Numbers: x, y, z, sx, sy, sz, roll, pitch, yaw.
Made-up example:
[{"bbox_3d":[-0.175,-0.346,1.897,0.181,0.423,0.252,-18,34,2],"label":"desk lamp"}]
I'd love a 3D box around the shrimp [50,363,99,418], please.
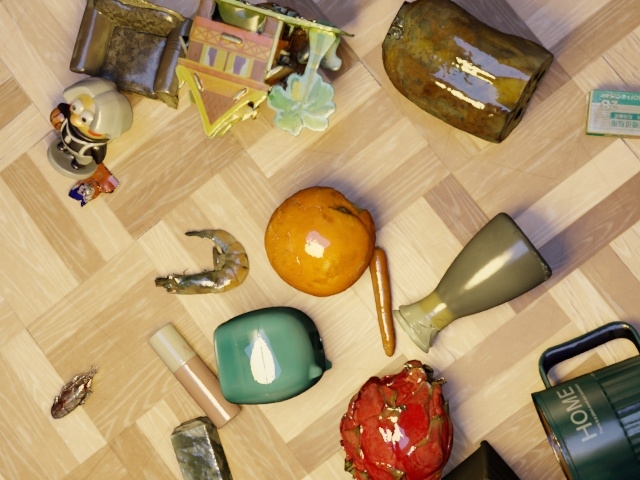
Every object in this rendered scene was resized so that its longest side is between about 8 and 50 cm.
[{"bbox_3d":[-0.558,0.345,2.006,0.165,0.065,0.056,-47,115,-2],"label":"shrimp"}]

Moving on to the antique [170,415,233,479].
[{"bbox_3d":[-0.262,0.487,1.947,0.086,0.088,0.183,-19,84,5],"label":"antique"}]

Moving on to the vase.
[{"bbox_3d":[0.314,0.098,1.863,0.321,0.173,0.173,-38,83,8],"label":"vase"}]

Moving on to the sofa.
[{"bbox_3d":[-0.420,-0.426,1.967,0.258,0.182,0.200,16,90,7],"label":"sofa"}]

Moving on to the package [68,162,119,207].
[{"bbox_3d":[-0.529,-0.124,2.040,0.111,0.033,0.077,-42,61,-13],"label":"package"}]

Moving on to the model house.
[{"bbox_3d":[-0.123,-0.355,1.898,0.358,0.242,0.313,17,105,5],"label":"model house"}]

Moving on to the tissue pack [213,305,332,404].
[{"bbox_3d":[-0.093,0.237,1.838,0.206,0.287,0.198,-12,82,5],"label":"tissue pack"}]

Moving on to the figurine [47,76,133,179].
[{"bbox_3d":[-0.518,-0.263,1.946,0.176,0.133,0.236,49,130,6],"label":"figurine"}]

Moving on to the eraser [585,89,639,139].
[{"bbox_3d":[0.688,-0.268,1.887,0.225,0.052,0.095,5,86,7],"label":"eraser"}]

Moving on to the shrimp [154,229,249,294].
[{"bbox_3d":[-0.273,0.051,1.994,0.217,0.051,0.150,-8,83,-1],"label":"shrimp"}]

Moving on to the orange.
[{"bbox_3d":[0.000,0.000,1.865,0.240,0.240,0.240,0,87,7],"label":"orange"}]

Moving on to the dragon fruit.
[{"bbox_3d":[0.159,0.393,1.822,0.244,0.244,0.299,17,98,8],"label":"dragon fruit"}]

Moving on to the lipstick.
[{"bbox_3d":[-0.282,0.303,1.967,0.070,0.070,0.254,-41,83,3],"label":"lipstick"}]

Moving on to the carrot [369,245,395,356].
[{"bbox_3d":[0.139,0.135,1.941,0.043,0.043,0.248,-8,88,7],"label":"carrot"}]

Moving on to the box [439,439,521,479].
[{"bbox_3d":[0.340,0.585,1.743,0.204,0.345,0.251,-43,82,6],"label":"box"}]

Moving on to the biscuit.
[{"bbox_3d":[-0.117,-0.435,2.001,0.226,0.042,0.226,-1,86,8],"label":"biscuit"}]

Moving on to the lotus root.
[{"bbox_3d":[0.292,-0.372,1.852,0.346,0.250,0.250,32,91,7],"label":"lotus root"}]

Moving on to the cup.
[{"bbox_3d":[0.607,0.355,1.794,0.292,0.308,0.242,-23,116,6],"label":"cup"}]
